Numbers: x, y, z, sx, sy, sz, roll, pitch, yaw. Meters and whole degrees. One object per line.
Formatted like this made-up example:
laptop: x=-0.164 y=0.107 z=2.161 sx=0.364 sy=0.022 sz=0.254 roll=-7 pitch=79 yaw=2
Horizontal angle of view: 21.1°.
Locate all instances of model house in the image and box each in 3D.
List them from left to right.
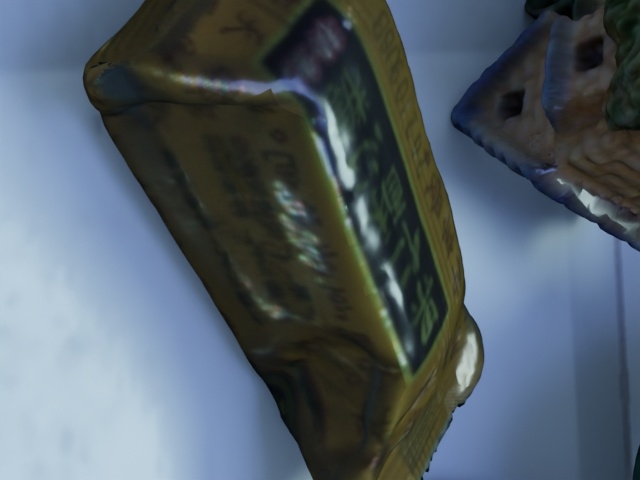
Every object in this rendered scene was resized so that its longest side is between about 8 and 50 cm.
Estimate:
model house: x=0.157 y=-0.087 z=0.812 sx=0.166 sy=0.172 sz=0.183 roll=26 pitch=62 yaw=-30

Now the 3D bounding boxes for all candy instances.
candy: x=0.000 y=0.000 z=0.686 sx=0.143 sy=0.101 sz=0.271 roll=-56 pitch=134 yaw=-38

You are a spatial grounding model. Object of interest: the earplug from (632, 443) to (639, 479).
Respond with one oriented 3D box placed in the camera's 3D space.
earplug: x=0.240 y=0.064 z=0.843 sx=0.280 sy=0.164 sz=0.257 roll=-25 pitch=90 yaw=-44
